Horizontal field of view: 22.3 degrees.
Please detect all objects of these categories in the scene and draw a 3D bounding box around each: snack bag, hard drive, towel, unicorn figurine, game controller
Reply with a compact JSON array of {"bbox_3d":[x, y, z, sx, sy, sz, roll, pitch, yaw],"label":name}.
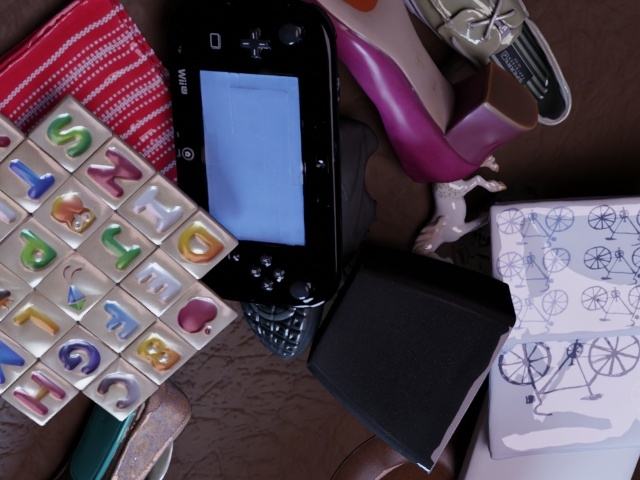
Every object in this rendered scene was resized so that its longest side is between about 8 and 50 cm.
[{"bbox_3d":[0.342,0.105,1.869,0.323,0.037,0.343,-3,113,-7],"label":"snack bag"},{"bbox_3d":[0.299,0.200,1.949,0.203,0.040,0.308,12,111,-9],"label":"hard drive"},{"bbox_3d":[-0.219,-0.096,1.584,0.199,0.031,0.275,-39,128,-5],"label":"towel"},{"bbox_3d":[0.153,-0.028,1.825,0.111,0.060,0.162,-12,107,-13],"label":"unicorn figurine"},{"bbox_3d":[-0.061,-0.083,1.575,0.166,0.067,0.319,2,114,9],"label":"game controller"}]

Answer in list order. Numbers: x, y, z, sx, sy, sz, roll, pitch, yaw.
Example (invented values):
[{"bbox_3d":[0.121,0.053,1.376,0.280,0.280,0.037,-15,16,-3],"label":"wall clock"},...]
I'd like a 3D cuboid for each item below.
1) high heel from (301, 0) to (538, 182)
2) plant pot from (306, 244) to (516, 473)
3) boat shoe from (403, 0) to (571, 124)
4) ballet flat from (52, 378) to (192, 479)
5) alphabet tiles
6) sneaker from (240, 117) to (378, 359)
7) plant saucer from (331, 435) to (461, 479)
[{"bbox_3d":[0.033,-0.182,1.652,0.377,0.127,0.181,38,138,-20],"label":"high heel"},{"bbox_3d":[0.089,0.105,1.728,0.167,0.187,0.188,29,101,-2],"label":"plant pot"},{"bbox_3d":[0.176,-0.235,1.694,0.109,0.094,0.302,-47,129,1],"label":"boat shoe"},{"bbox_3d":[-0.236,0.281,1.737,0.106,0.107,0.316,26,102,-45],"label":"ballet flat"},{"bbox_3d":[-0.257,0.027,1.573,0.285,0.011,0.342,-42,117,12],"label":"alphabet tiles"},{"bbox_3d":[0.000,0.000,1.721,0.130,0.109,0.286,-15,130,-42],"label":"sneaker"},{"bbox_3d":[0.096,0.320,1.991,0.198,0.036,0.199,-14,122,-24],"label":"plant saucer"}]
